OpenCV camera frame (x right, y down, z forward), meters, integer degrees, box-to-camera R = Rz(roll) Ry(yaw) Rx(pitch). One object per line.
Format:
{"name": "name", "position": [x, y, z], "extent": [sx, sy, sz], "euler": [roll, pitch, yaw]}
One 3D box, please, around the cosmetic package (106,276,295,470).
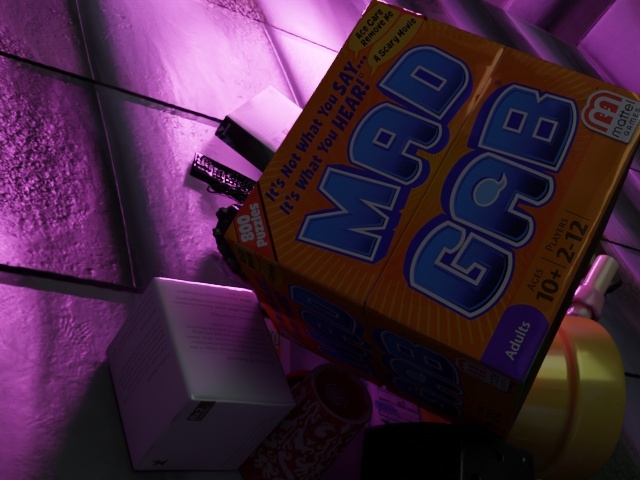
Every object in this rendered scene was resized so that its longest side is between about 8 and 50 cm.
{"name": "cosmetic package", "position": [-0.153, 0.168, 1.074], "extent": [0.151, 0.151, 0.184], "euler": [11, 41, -38]}

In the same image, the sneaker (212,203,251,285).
{"name": "sneaker", "position": [-0.060, 0.044, 1.390], "extent": [0.276, 0.098, 0.135], "euler": [42, 14, 25]}

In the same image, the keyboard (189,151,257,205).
{"name": "keyboard", "position": [-0.139, -0.101, 1.552], "extent": [0.192, 0.038, 0.100], "euler": [25, 34, -19]}

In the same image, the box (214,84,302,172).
{"name": "box", "position": [-0.030, -0.166, 1.732], "extent": [0.322, 0.058, 0.232], "euler": [37, 31, 1]}

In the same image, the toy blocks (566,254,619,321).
{"name": "toy blocks", "position": [0.344, 0.136, 1.612], "extent": [0.288, 0.309, 0.260], "euler": [31, 63, 11]}

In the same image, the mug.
{"name": "mug", "position": [-0.027, 0.229, 1.104], "extent": [0.113, 0.169, 0.150], "euler": [-5, 51, -48]}

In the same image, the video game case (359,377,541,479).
{"name": "video game case", "position": [0.210, 0.323, 1.353], "extent": [0.328, 0.036, 0.300], "euler": [25, 33, -22]}

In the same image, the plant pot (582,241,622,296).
{"name": "plant pot", "position": [0.589, 0.061, 1.975], "extent": [0.167, 0.167, 0.165], "euler": [-7, 60, -50]}

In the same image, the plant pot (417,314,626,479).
{"name": "plant pot", "position": [0.285, 0.225, 1.309], "extent": [0.238, 0.254, 0.254], "euler": [10, 38, -14]}

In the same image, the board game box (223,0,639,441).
{"name": "board game box", "position": [0.152, -0.008, 1.099], "extent": [0.356, 0.356, 0.356], "euler": [25, 72, 18]}

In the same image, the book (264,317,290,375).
{"name": "book", "position": [-0.092, 0.171, 1.252], "extent": [0.096, 0.035, 0.144], "euler": [20, 36, -20]}

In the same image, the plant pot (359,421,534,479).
{"name": "plant pot", "position": [0.170, 0.333, 1.114], "extent": [0.188, 0.167, 0.188], "euler": [25, 52, -24]}
